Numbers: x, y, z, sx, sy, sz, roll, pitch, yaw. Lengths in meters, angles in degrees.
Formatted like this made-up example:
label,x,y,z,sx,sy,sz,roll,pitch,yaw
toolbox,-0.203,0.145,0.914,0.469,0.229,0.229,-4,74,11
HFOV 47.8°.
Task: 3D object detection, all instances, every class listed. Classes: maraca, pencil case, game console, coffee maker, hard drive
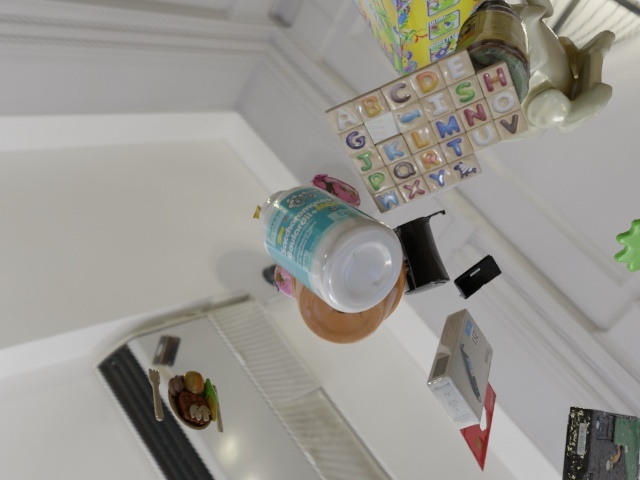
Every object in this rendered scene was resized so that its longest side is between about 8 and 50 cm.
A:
label,x,y,z,sx,sy,sz,roll,pitch,yaw
maraca,0.542,-0.002,1.094,0.186,0.127,0.099,-9,-142,8
pencil case,-0.013,-0.006,2.142,0.167,0.386,0.160,17,-150,-13
game console,0.408,0.094,1.912,0.107,0.122,0.071,52,180,-31
coffee maker,0.265,0.037,1.879,0.120,0.171,0.178,-10,-106,-38
hard drive,0.650,0.511,1.659,0.339,0.064,0.236,19,-104,-46

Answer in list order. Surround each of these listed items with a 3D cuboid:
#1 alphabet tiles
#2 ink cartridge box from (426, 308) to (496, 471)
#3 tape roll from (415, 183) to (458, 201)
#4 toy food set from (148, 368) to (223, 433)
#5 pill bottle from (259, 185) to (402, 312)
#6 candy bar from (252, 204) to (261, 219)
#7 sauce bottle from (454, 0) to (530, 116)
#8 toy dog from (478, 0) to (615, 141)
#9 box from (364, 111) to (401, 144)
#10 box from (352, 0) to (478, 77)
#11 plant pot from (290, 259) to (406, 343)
label,x,y,z,sx,sy,sz,roll,pitch,yaw
alphabet tiles,0.153,-0.147,0.982,0.198,0.237,0.009,57,-162,-39
ink cartridge box,0.363,0.342,1.700,0.261,0.066,0.296,56,-151,-12
tape roll,0.325,-0.190,2.215,0.219,0.219,0.072,-4,-108,-43
toy food set,-0.264,0.327,1.495,0.192,0.038,0.132,28,-145,-47
pill bottle,0.000,0.000,1.147,0.146,0.146,0.264,6,-164,-34
candy bar,-0.126,-0.046,2.027,0.161,0.040,0.018,32,-166,25
sauce bottle,0.262,-0.293,1.106,0.111,0.111,0.344,30,-148,-4
toy dog,0.429,-0.441,1.708,0.408,0.395,0.284,30,-118,-13
box,0.203,-0.286,1.951,0.091,0.170,0.130,-28,-158,-30
box,0.169,-0.533,1.441,0.279,0.177,0.290,66,178,-65
plant pot,0.059,0.115,1.748,0.291,0.291,0.203,30,-158,-4
